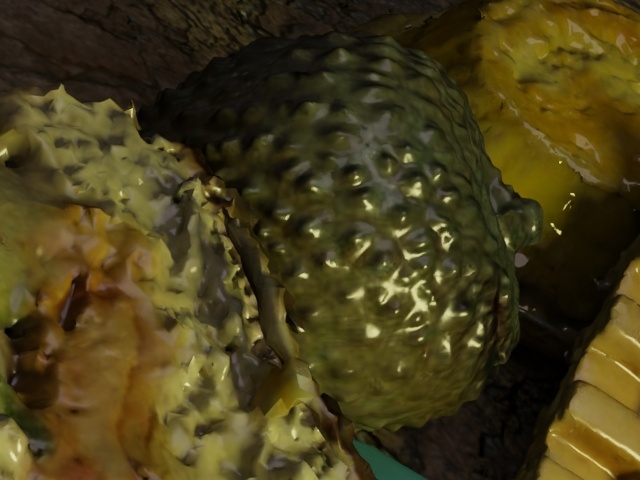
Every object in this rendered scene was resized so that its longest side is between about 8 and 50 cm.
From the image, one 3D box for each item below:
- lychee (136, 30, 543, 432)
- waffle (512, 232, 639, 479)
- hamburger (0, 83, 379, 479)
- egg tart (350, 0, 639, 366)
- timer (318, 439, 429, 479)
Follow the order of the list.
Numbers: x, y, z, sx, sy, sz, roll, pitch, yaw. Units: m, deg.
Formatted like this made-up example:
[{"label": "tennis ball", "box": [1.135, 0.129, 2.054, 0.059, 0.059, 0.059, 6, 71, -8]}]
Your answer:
[{"label": "lychee", "box": [0.000, 0.000, 1.107, 0.274, 0.255, 0.255, -12, 46, -3]}, {"label": "waffle", "box": [0.293, 0.137, 1.194, 0.304, 0.077, 0.348, 35, 55, -8]}, {"label": "hamburger", "box": [-0.128, 0.181, 0.666, 0.268, 0.287, 0.445, -3, 54, -40]}, {"label": "egg tart", "box": [0.184, -0.072, 1.395, 0.388, 0.169, 0.387, 18, 43, -17]}, {"label": "timer", "box": [0.034, 0.232, 1.009, 0.250, 0.091, 0.232, 33, 34, 20]}]
